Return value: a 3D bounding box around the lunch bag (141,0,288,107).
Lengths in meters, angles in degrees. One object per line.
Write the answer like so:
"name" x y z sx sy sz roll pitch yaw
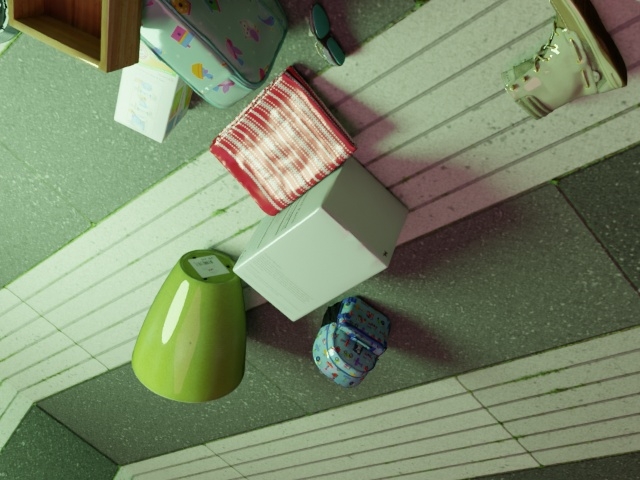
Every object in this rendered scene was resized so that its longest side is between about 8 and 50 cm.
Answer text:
"lunch bag" -0.184 -0.370 1.152 0.108 0.224 0.279 -19 128 41

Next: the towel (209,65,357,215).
"towel" -0.079 -0.177 1.396 0.199 0.031 0.275 49 132 -6

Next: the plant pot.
"plant pot" -0.287 0.177 1.720 0.275 0.275 0.293 19 121 5

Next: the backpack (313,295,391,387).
"backpack" 0.069 0.236 1.664 0.158 0.173 0.117 38 135 -14

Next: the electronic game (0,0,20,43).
"electronic game" -0.658 -0.471 1.371 0.229 0.048 0.229 11 136 11

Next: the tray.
"tray" -0.324 -0.456 0.972 0.203 0.076 0.410 28 127 20

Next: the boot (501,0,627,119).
"boot" 0.344 -0.287 1.113 0.165 0.077 0.213 -21 124 39

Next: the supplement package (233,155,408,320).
"supplement package" 0.000 0.000 1.461 0.177 0.175 0.293 42 134 -16

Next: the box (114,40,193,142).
"box" -0.291 -0.300 1.336 0.103 0.114 0.203 27 136 -2

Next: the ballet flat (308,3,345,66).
"ballet flat" 0.001 -0.340 1.232 0.041 0.041 0.114 -10 127 30
